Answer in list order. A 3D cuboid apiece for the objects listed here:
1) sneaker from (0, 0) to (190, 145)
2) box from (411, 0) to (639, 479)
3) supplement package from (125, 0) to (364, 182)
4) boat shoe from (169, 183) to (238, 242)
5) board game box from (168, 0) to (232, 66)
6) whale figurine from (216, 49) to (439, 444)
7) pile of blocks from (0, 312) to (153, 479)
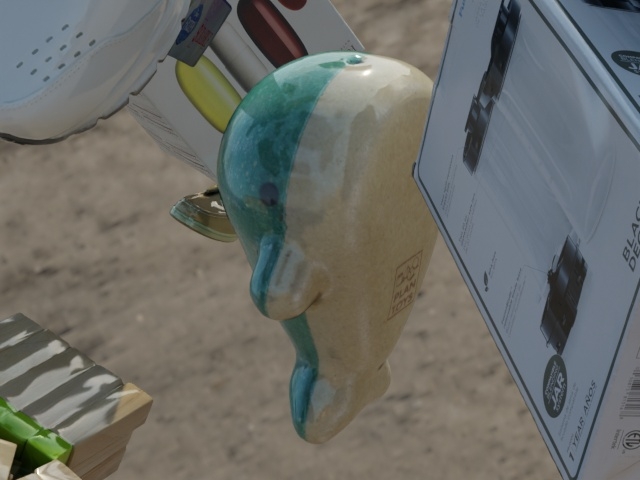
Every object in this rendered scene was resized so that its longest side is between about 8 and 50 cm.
[{"bbox_3d":[-0.096,-0.186,0.748,0.111,0.297,0.129,19,-6,10],"label":"sneaker"},{"bbox_3d":[0.136,-0.028,0.826,0.087,0.169,0.290,3,30,-16],"label":"box"},{"bbox_3d":[-0.110,-0.197,1.572,0.194,0.203,0.149,-47,35,-8],"label":"supplement package"},{"bbox_3d":[-0.065,-0.029,1.294,0.050,0.045,0.135,34,16,22],"label":"boat shoe"},{"bbox_3d":[-0.222,-0.246,1.250,0.066,0.318,0.319,-56,1,3],"label":"board game box"},{"bbox_3d":[0.000,0.000,1.179,0.141,0.272,0.216,17,29,25],"label":"whale figurine"},{"bbox_3d":[-0.197,0.179,0.919,0.149,0.113,0.362,21,26,-7],"label":"pile of blocks"}]
